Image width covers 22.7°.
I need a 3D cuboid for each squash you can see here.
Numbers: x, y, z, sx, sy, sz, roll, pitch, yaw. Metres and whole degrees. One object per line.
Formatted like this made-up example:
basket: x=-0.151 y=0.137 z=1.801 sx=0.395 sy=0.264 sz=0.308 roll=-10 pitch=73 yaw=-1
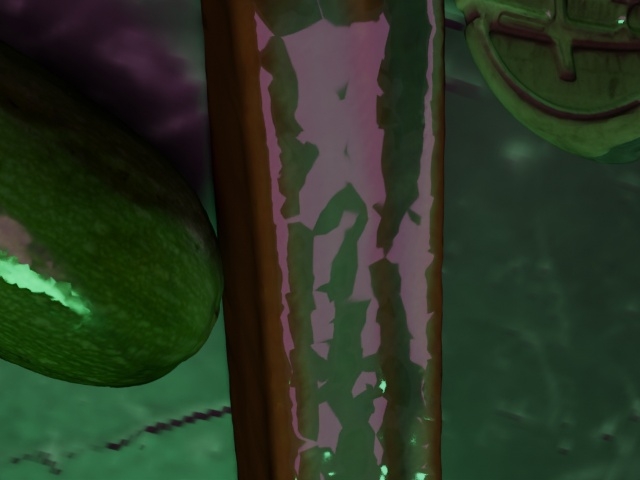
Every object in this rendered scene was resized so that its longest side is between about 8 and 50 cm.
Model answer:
squash: x=-0.124 y=-0.039 z=0.357 sx=0.238 sy=0.069 sz=0.069 roll=31 pitch=103 yaw=-18

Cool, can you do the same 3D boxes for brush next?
brush: x=-0.001 y=0.000 z=0.389 sx=0.051 sy=0.070 sz=0.323 roll=-3 pitch=107 yaw=-8

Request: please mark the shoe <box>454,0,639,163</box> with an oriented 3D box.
shoe: x=0.102 y=-0.096 z=0.358 sx=0.092 sy=0.089 sz=0.180 roll=23 pitch=96 yaw=-50
